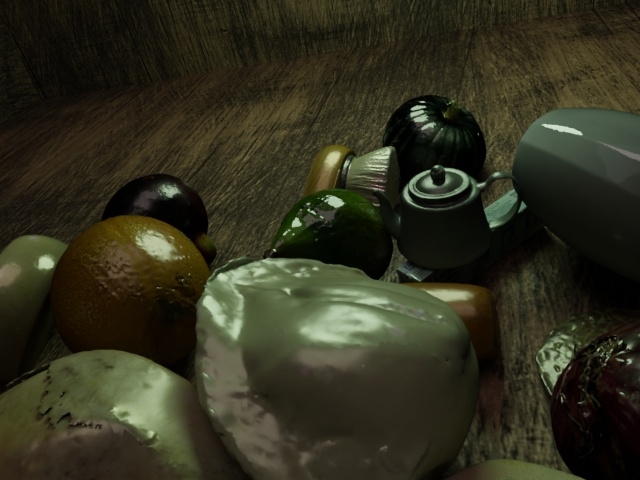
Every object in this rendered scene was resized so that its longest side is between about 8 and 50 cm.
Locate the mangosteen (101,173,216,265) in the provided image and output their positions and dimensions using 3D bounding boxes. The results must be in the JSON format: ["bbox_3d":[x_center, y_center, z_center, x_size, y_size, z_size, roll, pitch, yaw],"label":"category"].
[{"bbox_3d":[-0.333,-0.013,1.136,0.228,0.228,0.265,-33,68,-27],"label":"mangosteen"}]

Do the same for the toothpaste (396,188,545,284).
[{"bbox_3d":[0.282,0.010,0.973,0.336,0.081,0.067,-31,36,-24],"label":"toothpaste"}]

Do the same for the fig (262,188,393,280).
[{"bbox_3d":[0.000,0.000,0.932,0.203,0.203,0.235,10,1,33],"label":"fig"}]

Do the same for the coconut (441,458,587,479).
[{"bbox_3d":[0.162,0.305,0.420,0.226,0.227,0.230,-6,3,13],"label":"coconut"}]

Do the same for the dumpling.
[{"bbox_3d":[0.021,0.113,0.588,0.315,0.233,0.395,41,30,10],"label":"dumpling"}]

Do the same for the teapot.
[{"bbox_3d":[0.211,-0.061,0.892,0.239,0.149,0.162,-4,34,14],"label":"teapot"}]

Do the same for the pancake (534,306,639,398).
[{"bbox_3d":[0.414,0.168,0.730,0.235,0.029,0.212,-16,32,-3],"label":"pancake"}]

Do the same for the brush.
[{"bbox_3d":[0.062,-0.083,1.138,0.166,0.174,0.267,10,53,20],"label":"brush"}]

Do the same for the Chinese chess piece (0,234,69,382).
[{"bbox_3d":[-0.537,0.120,0.965,0.102,0.273,0.273,22,31,-13],"label":"Chinese chess piece"}]

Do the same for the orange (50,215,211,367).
[{"bbox_3d":[-0.314,0.092,0.905,0.273,0.275,0.274,-10,33,7],"label":"orange"}]

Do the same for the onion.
[{"bbox_3d":[0.350,0.182,0.512,0.221,0.281,0.281,-50,41,-8],"label":"onion"}]

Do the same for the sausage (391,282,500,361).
[{"bbox_3d":[0.096,0.128,0.844,0.353,0.116,0.134,-4,45,23],"label":"sausage"}]

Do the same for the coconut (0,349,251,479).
[{"bbox_3d":[-0.214,0.285,0.539,0.352,0.353,0.353,-10,33,7],"label":"coconut"}]

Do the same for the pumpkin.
[{"bbox_3d":[0.269,-0.233,1.235,0.249,0.216,0.250,10,52,-12],"label":"pumpkin"}]

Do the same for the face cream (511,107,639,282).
[{"bbox_3d":[0.487,-0.055,0.813,0.357,0.312,0.220,43,104,38],"label":"face cream"}]
